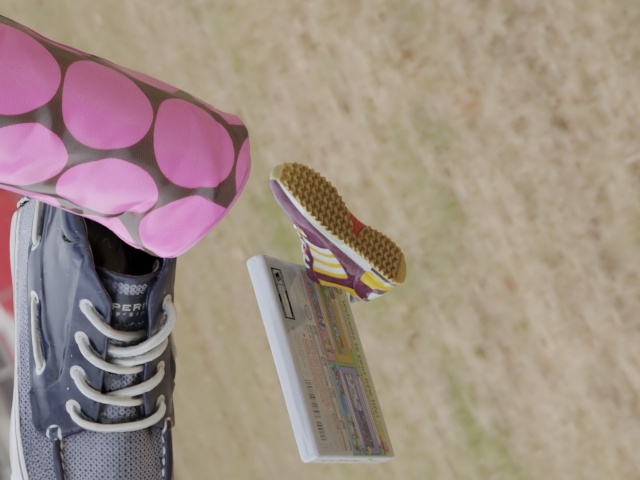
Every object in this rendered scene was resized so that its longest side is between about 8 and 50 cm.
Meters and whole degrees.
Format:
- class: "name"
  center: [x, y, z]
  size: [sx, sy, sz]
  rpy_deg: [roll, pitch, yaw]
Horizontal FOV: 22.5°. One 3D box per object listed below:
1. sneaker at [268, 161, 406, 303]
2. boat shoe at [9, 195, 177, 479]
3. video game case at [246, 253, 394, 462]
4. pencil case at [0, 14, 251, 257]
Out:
- class: "sneaker"
  center: [0.000, 0.000, 1.629]
  size: [0.185, 0.084, 0.070]
  rpy_deg: [43, -143, -22]
- class: "boat shoe"
  center: [-0.160, 0.093, 1.183]
  size: [0.158, 0.127, 0.341]
  rpy_deg: [140, 121, -61]
- class: "video game case"
  center: [0.002, 0.126, 1.655]
  size: [0.193, 0.023, 0.212]
  rpy_deg: [16, -126, -64]
- class: "pencil case"
  center: [-0.142, -0.054, 0.819]
  size: [0.209, 0.098, 0.095]
  rpy_deg: [21, -164, -29]
